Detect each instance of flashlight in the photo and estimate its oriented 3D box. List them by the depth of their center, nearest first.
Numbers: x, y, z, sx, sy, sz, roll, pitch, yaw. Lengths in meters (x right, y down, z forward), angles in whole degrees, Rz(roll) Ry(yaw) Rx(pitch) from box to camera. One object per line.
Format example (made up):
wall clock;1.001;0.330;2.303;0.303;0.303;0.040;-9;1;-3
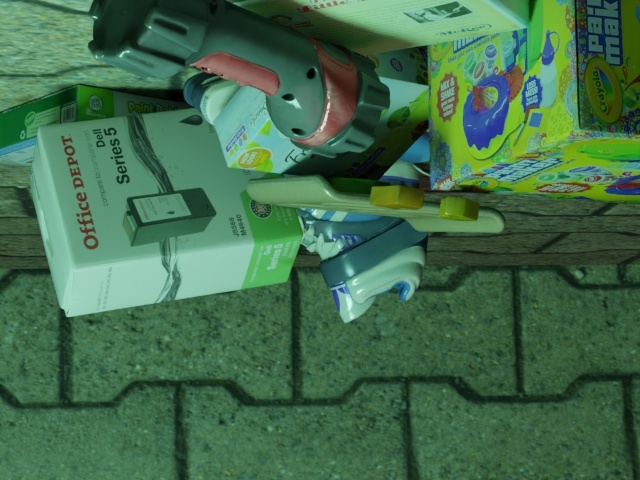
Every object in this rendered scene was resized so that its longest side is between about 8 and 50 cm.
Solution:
flashlight;-0.067;-0.148;1.350;0.103;0.103;0.304;-5;168;40

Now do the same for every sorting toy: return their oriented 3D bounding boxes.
sorting toy;0.079;-0.046;1.688;0.229;0.041;0.307;10;177;-25

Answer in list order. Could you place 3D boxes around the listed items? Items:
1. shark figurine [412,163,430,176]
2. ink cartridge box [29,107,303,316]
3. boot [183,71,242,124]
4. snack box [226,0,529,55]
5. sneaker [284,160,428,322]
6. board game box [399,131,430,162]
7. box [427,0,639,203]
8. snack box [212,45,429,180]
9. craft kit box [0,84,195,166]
shark figurine;0.226;-0.127;1.966;0.166;0.116;0.278;32;164;5
ink cartridge box;-0.182;-0.040;1.834;0.273;0.198;0.115;-9;151;-19
boot;-0.055;-0.172;1.759;0.190;0.069;0.086;-8;-156;-24
snack box;0.004;-0.216;1.415;0.322;0.060;0.187;-6;169;29
sneaker;0.000;0.000;2.287;0.323;0.236;0.130;1;171;-14
board game box;0.070;-0.147;1.965;0.169;0.033;0.133;16;163;8
box;0.290;-0.150;1.524;0.279;0.177;0.290;3;171;-21
snack box;0.018;-0.142;1.680;0.207;0.070;0.174;6;142;-38
craft kit box;-0.269;-0.132;1.991;0.246;0.061;0.250;10;167;-41
